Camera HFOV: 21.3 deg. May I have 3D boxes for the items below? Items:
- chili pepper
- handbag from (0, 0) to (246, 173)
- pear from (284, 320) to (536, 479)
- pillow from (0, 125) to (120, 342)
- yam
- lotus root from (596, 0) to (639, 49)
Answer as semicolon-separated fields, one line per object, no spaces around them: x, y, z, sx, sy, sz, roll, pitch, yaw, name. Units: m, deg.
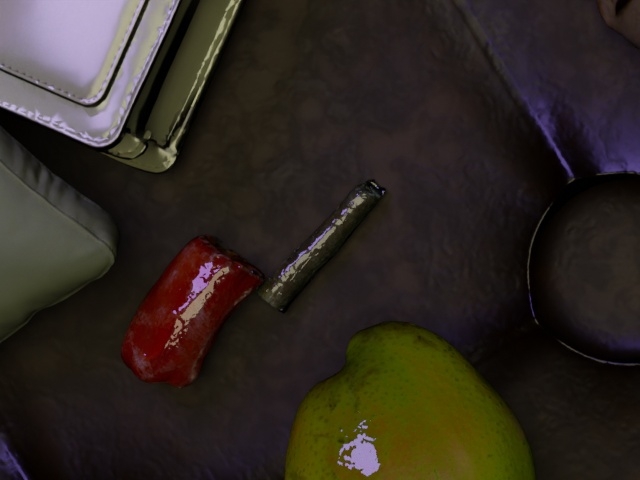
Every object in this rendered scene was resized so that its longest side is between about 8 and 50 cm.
-0.105;0.059;1.345;0.073;0.070;0.123;32;93;-2;chili pepper
-0.164;-0.258;1.313;0.237;0.160;0.358;24;92;12;handbag
0.062;0.172;1.267;0.187;0.187;0.219;-18;93;6;pear
-0.339;-0.034;1.280;0.255;0.120;0.322;-34;116;27;pillow
0.000;0.000;1.354;0.033;0.027;0.129;40;93;4;yam
0.300;-0.249;1.271;0.180;0.199;0.188;-17;127;-25;lotus root
